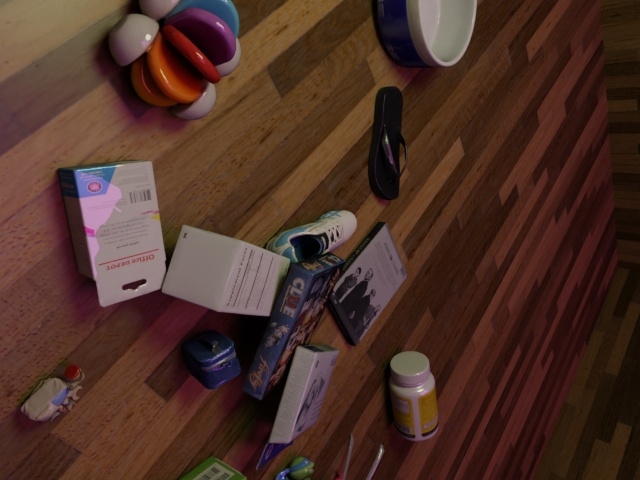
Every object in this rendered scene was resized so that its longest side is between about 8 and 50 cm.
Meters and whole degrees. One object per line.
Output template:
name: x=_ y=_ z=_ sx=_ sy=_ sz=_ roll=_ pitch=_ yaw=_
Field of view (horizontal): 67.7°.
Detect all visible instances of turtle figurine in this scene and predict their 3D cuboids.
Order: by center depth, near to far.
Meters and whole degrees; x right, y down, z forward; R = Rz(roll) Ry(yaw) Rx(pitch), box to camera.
turtle figurine: x=0.054 y=0.568 z=0.989 sx=0.274 sy=0.197 sz=0.267 roll=-2 pitch=73 yaw=-39

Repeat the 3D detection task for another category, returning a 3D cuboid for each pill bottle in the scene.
pill bottle: x=0.242 y=0.404 z=1.246 sx=0.119 sy=0.119 sz=0.209 roll=-29 pitch=119 yaw=-39

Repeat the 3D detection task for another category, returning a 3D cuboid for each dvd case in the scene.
dvd case: x=0.110 y=0.099 z=1.108 sx=0.239 sy=0.029 sz=0.179 roll=-48 pitch=129 yaw=-29

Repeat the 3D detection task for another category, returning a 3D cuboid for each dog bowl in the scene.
dog bowl: x=0.238 y=-0.517 z=1.042 sx=0.264 sy=0.104 sz=0.265 roll=-19 pitch=115 yaw=-46

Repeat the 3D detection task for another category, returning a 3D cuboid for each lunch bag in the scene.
lunch bag: x=-0.177 y=0.189 z=0.775 sx=0.067 sy=0.098 sz=0.065 roll=-27 pitch=114 yaw=-34

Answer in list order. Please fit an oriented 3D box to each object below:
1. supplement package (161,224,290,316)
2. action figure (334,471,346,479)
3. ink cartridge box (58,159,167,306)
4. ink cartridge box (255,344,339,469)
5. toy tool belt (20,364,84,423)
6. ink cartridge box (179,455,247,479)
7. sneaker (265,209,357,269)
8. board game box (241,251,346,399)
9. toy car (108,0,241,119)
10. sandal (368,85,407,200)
supplement package: x=-0.138 y=0.052 z=0.742 sx=0.179 sy=0.105 sz=0.105 roll=29 pitch=77 yaw=-67
action figure: x=0.054 y=0.608 z=1.160 sx=0.038 sy=0.030 sz=0.115 roll=-24 pitch=113 yaw=-35
ink cartridge box: x=-0.278 y=-0.014 z=0.652 sx=0.104 sy=0.061 sz=0.182 roll=-18 pitch=111 yaw=-44
ink cartridge box: x=-0.033 y=0.315 z=0.924 sx=0.223 sy=0.045 sz=0.224 roll=39 pitch=69 yaw=-73
toy tool belt: x=-0.351 y=0.207 z=0.641 sx=0.083 sy=0.052 sz=0.051 roll=-48 pitch=160 yaw=-25
ink cartridge box: x=-0.209 y=0.539 z=0.807 sx=0.188 sy=0.096 sz=0.256 roll=-23 pitch=114 yaw=-48
sneaker: x=0.000 y=0.000 z=0.931 sx=0.237 sy=0.086 sz=0.085 roll=-25 pitch=114 yaw=-42
board game box: x=-0.044 y=0.145 z=0.851 sx=0.244 sy=0.042 sz=0.165 roll=-67 pitch=163 yaw=15
toy car: x=-0.176 y=-0.265 z=0.650 sx=0.159 sy=0.136 sz=0.182 roll=40 pitch=70 yaw=-43
sandal: x=0.158 y=-0.214 z=1.072 sx=0.097 sy=0.054 sz=0.255 roll=-14 pitch=109 yaw=-44
